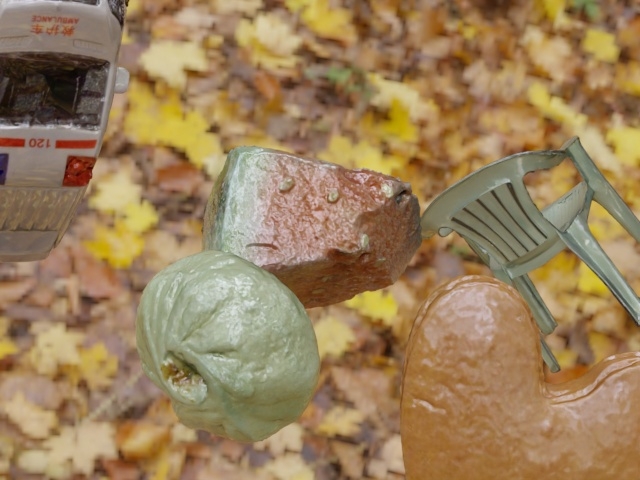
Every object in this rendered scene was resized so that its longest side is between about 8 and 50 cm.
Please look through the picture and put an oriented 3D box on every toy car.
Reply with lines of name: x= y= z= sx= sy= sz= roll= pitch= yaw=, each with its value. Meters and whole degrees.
toy car: x=-0.158 y=-0.069 z=0.841 sx=0.089 sy=0.209 sz=0.108 roll=4 pitch=67 yaw=-20

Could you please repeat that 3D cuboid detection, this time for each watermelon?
watermelon: x=0.000 y=0.000 z=1.746 sx=0.257 sy=0.193 sz=0.139 roll=-1 pitch=54 yaw=-12

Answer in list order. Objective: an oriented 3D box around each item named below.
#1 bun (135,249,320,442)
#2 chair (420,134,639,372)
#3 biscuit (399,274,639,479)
bun: x=-0.097 y=0.111 z=1.508 sx=0.195 sy=0.195 sz=0.118 roll=23 pitch=39 yaw=17
chair: x=0.261 y=0.002 z=1.877 sx=0.274 sy=0.203 sz=0.190 roll=50 pitch=26 yaw=-10
biscuit: x=0.146 y=0.113 z=0.997 sx=0.192 sy=0.186 sz=0.036 roll=-1 pitch=15 yaw=-4
